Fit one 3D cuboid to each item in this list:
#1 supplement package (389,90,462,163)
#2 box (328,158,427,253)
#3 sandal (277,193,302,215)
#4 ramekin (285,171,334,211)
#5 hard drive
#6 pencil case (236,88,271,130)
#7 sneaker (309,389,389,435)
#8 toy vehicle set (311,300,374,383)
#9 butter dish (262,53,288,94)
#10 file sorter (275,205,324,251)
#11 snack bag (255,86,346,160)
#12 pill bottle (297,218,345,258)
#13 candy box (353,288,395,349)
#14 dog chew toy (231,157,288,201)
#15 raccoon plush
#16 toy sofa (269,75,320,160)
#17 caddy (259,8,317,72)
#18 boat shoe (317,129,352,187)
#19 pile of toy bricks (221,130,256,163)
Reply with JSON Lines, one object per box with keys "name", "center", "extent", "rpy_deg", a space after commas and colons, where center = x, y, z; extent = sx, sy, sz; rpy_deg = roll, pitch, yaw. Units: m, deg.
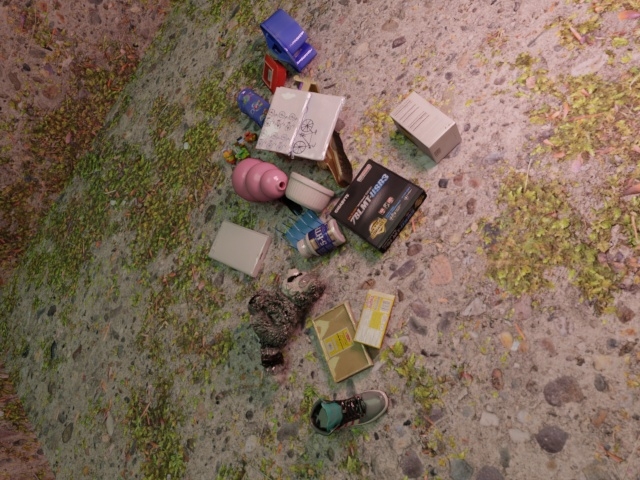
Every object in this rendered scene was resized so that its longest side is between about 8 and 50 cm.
{"name": "supplement package", "center": [0.413, -0.446, 1.607], "extent": [0.134, 0.139, 0.244], "rpy_deg": [-44, 57, 9]}
{"name": "box", "center": [0.226, -0.145, 1.656], "extent": [0.293, 0.073, 0.295], "rpy_deg": [39, 94, 32]}
{"name": "sandal", "center": [-0.149, -0.185, 1.897], "extent": [0.067, 0.040, 0.179], "rpy_deg": [-49, 57, 7]}
{"name": "ramekin", "center": [-0.052, -0.204, 1.758], "extent": [0.207, 0.207, 0.109], "rpy_deg": [31, 100, 33]}
{"name": "hard drive", "center": [-0.392, 0.034, 1.965], "extent": [0.308, 0.040, 0.203], "rpy_deg": [19, 84, 32]}
{"name": "pencil case", "center": [-0.318, -0.666, 2.104], "extent": [0.133, 0.119, 0.306], "rpy_deg": [-47, 57, 5]}
{"name": "sneaker", "center": [0.080, 0.599, 1.429], "extent": [0.296, 0.178, 0.123], "rpy_deg": [-29, 62, 19]}
{"name": "toy vehicle set", "center": [0.081, 0.392, 1.581], "extent": [0.166, 0.035, 0.266], "rpy_deg": [-31, 61, 17]}
{"name": "butter dish", "center": [-0.224, -0.868, 2.126], "extent": [0.160, 0.118, 0.160], "rpy_deg": [57, 146, 32]}
{"name": "file sorter", "center": [-0.094, -0.059, 1.788], "extent": [0.170, 0.104, 0.118], "rpy_deg": [-46, 59, 9]}
{"name": "snack bag", "center": [-0.091, -0.517, 1.803], "extent": [0.343, 0.037, 0.323], "rpy_deg": [17, 82, 19]}
{"name": "pill bottle", "center": [0.000, 0.000, 1.711], "extent": [0.187, 0.112, 0.112], "rpy_deg": [-29, 62, 19]}
{"name": "candy box", "center": [0.203, 0.293, 1.528], "extent": [0.105, 0.027, 0.205], "rpy_deg": [12, 72, 27]}
{"name": "dog chew toy", "center": [-0.266, -0.270, 1.865], "extent": [0.332, 0.207, 0.206], "rpy_deg": [18, 83, 50]}
{"name": "raccoon plush", "center": [-0.100, 0.335, 1.665], "extent": [0.299, 0.216, 0.446], "rpy_deg": [-12, 97, 11]}
{"name": "toy sofa", "center": [-0.138, -0.578, 1.929], "extent": [0.177, 0.150, 0.362], "rpy_deg": [17, 82, 13]}
{"name": "caddy", "center": [-0.178, -0.997, 2.063], "extent": [0.179, 0.241, 0.341], "rpy_deg": [-41, 58, 7]}
{"name": "boat shoe", "center": [0.051, -0.357, 1.805], "extent": [0.120, 0.122, 0.324], "rpy_deg": [-30, 54, 24]}
{"name": "pile of toy bricks", "center": [-0.408, -0.469, 2.115], "extent": [0.212, 0.118, 0.105], "rpy_deg": [-34, 99, 5]}
